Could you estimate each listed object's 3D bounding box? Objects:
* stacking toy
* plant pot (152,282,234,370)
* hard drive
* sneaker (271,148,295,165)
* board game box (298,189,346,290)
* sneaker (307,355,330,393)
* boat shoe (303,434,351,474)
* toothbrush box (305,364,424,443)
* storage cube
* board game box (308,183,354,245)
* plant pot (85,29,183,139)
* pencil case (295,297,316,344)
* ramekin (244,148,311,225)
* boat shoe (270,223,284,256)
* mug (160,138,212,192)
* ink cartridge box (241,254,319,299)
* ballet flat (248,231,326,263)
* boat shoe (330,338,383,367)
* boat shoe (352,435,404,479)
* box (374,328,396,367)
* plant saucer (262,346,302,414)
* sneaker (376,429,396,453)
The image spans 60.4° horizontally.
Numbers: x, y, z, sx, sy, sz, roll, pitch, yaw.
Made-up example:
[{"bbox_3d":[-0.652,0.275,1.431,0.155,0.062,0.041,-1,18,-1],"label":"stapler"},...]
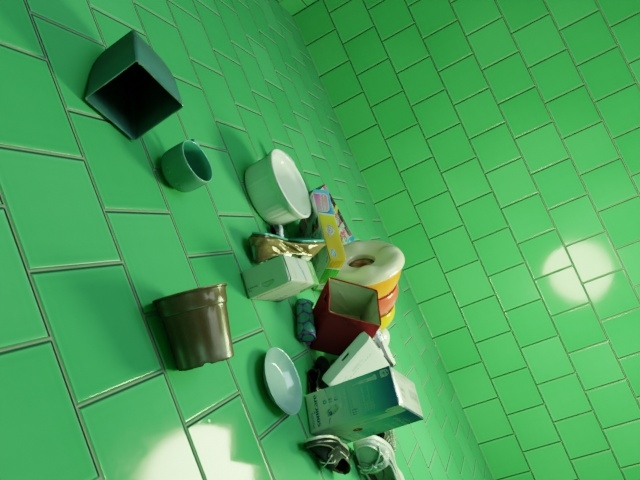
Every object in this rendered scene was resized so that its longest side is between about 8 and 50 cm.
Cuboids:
[{"bbox_3d":[0.201,0.268,2.333,0.350,0.351,0.479,-76,157,-63],"label":"stacking toy"},{"bbox_3d":[-0.270,0.194,1.220,0.167,0.167,0.165,0,75,-70],"label":"plant pot"},{"bbox_3d":[0.128,0.445,1.865,0.040,0.203,0.307,37,-12,33],"label":"hard drive"},{"bbox_3d":[-0.150,-0.268,2.257,0.095,0.090,0.235,-19,83,-63],"label":"sneaker"},{"bbox_3d":[0.000,0.000,2.122,0.242,0.064,0.316,117,-34,-53],"label":"board game box"},{"bbox_3d":[-0.008,0.435,1.793,0.170,0.051,0.089,-91,155,-45],"label":"sneaker"},{"bbox_3d":[0.027,0.622,1.600,0.233,0.084,0.079,50,23,-47],"label":"boat shoe"},{"bbox_3d":[0.135,0.515,1.698,0.216,0.296,0.126,45,28,-50],"label":"toothbrush box"},{"bbox_3d":[0.084,0.275,1.915,0.215,0.193,0.183,17,35,-12],"label":"storage cube"},{"bbox_3d":[0.035,-0.086,2.516,0.303,0.098,0.224,62,18,-12],"label":"board game box"},{"bbox_3d":[-0.478,-0.420,1.411,0.165,0.166,0.234,45,21,-48],"label":"plant pot"},{"bbox_3d":[-0.051,0.271,1.863,0.070,0.065,0.151,86,-1,-46],"label":"pencil case"},{"bbox_3d":[-0.159,-0.185,2.033,0.277,0.135,0.277,53,22,-33],"label":"ramekin"},{"bbox_3d":[-0.153,0.008,1.960,0.040,0.049,0.142,2,67,-30],"label":"boat shoe"},{"bbox_3d":[-0.372,-0.202,1.521,0.129,0.097,0.157,61,18,-11],"label":"mug"},{"bbox_3d":[-0.122,0.121,1.711,0.212,0.154,0.093,16,52,-67],"label":"ink cartridge box"},{"bbox_3d":[-0.111,0.043,1.862,0.342,0.116,0.124,5,89,-54],"label":"ballet flat"},{"bbox_3d":[0.124,0.415,2.031,0.301,0.108,0.102,-6,68,-50],"label":"boat shoe"},{"bbox_3d":[0.204,0.778,1.848,0.103,0.118,0.320,-88,156,-62],"label":"boat shoe"},{"bbox_3d":[0.190,0.452,2.176,0.184,0.045,0.190,-24,90,-31],"label":"box"},{"bbox_3d":[-0.117,0.401,1.556,0.195,0.038,0.195,54,20,-31],"label":"plant saucer"},{"bbox_3d":[0.240,0.749,2.080,0.063,0.075,0.170,-116,-163,-65],"label":"sneaker"}]
